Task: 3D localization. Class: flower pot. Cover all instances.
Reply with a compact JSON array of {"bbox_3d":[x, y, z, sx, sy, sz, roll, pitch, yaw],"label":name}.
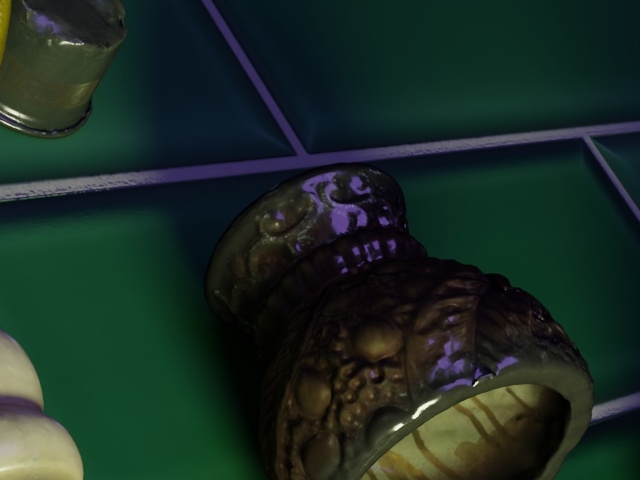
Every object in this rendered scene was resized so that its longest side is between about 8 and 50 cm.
[{"bbox_3d":[0.047,0.092,1.530,0.266,0.266,0.267,5,40,-43],"label":"flower pot"},{"bbox_3d":[-0.239,-0.179,1.631,0.157,0.107,0.157,28,38,-25],"label":"flower pot"}]

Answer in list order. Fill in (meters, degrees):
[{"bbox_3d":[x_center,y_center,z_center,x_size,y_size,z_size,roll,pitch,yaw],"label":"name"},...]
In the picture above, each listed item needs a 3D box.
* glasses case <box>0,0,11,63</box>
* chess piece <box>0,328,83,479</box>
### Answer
[{"bbox_3d":[-0.373,-0.248,1.529,0.173,0.141,0.371,-25,72,-28],"label":"glasses case"},{"bbox_3d":[-0.210,0.180,1.261,0.167,0.167,0.300,5,47,-43],"label":"chess piece"}]
